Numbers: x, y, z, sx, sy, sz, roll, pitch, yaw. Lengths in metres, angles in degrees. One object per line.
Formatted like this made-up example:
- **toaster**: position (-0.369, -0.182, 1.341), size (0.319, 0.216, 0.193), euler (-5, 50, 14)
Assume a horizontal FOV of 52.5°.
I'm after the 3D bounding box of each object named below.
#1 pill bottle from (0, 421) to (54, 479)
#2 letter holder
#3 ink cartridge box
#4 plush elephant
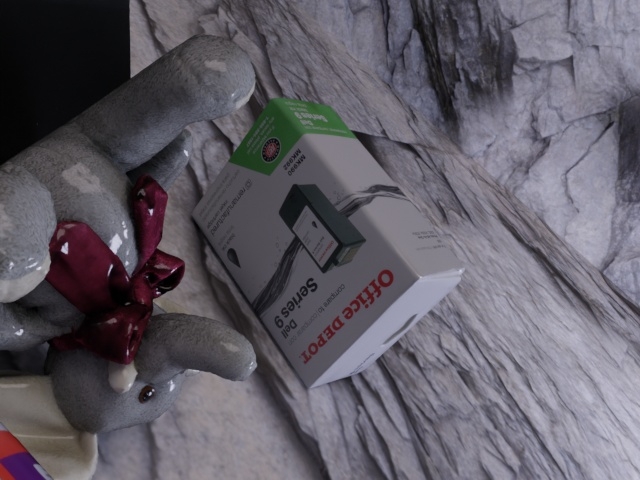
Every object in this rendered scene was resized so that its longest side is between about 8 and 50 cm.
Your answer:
- **pill bottle**: position (-0.141, 0.248, 0.307), size (0.323, 0.181, 0.181), euler (43, 28, 6)
- **letter holder**: position (-0.353, -0.156, 0.576), size (0.214, 0.152, 0.302), euler (13, 19, 25)
- **ink cartridge box**: position (0.000, 0.000, 0.803), size (0.121, 0.211, 0.289), euler (-4, 50, -53)
- **plush elephant**: position (-0.169, 0.049, 0.512), size (0.255, 0.330, 0.272), euler (56, 37, -19)
